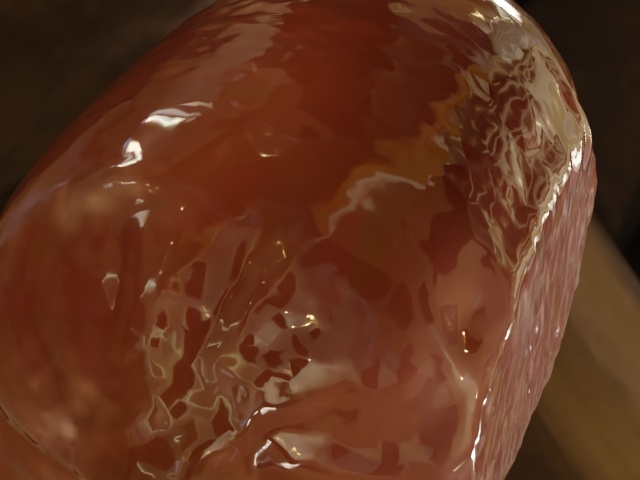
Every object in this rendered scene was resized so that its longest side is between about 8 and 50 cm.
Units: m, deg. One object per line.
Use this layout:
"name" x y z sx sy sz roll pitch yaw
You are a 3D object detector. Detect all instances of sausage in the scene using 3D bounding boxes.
"sausage" 0.000 0.000 0.471 0.148 0.148 0.254 50 35 -9
